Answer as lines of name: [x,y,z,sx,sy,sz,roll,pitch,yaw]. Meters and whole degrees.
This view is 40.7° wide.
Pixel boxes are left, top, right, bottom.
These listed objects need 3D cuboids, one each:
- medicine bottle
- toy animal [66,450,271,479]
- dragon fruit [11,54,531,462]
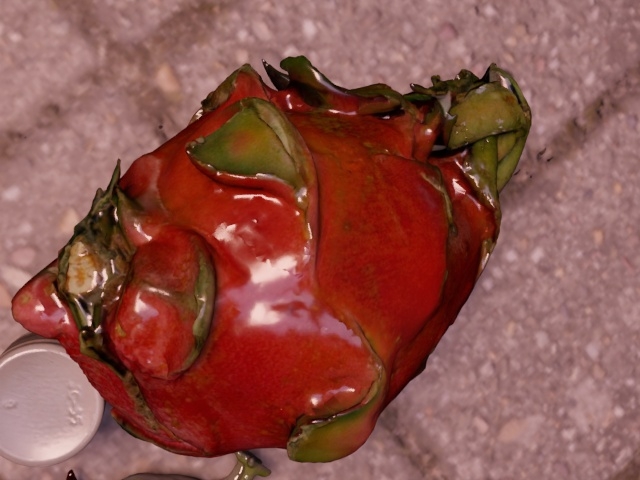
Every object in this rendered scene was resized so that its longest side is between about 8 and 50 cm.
medicine bottle: [-0.138,0.075,0.439,0.058,0.091,0.058,0,91,-13]
toy animal: [-0.036,0.159,0.492,0.216,0.041,0.075,22,87,-17]
dragon fruit: [-0.004,-0.015,0.417,0.269,0.198,0.200,-53,143,-9]
